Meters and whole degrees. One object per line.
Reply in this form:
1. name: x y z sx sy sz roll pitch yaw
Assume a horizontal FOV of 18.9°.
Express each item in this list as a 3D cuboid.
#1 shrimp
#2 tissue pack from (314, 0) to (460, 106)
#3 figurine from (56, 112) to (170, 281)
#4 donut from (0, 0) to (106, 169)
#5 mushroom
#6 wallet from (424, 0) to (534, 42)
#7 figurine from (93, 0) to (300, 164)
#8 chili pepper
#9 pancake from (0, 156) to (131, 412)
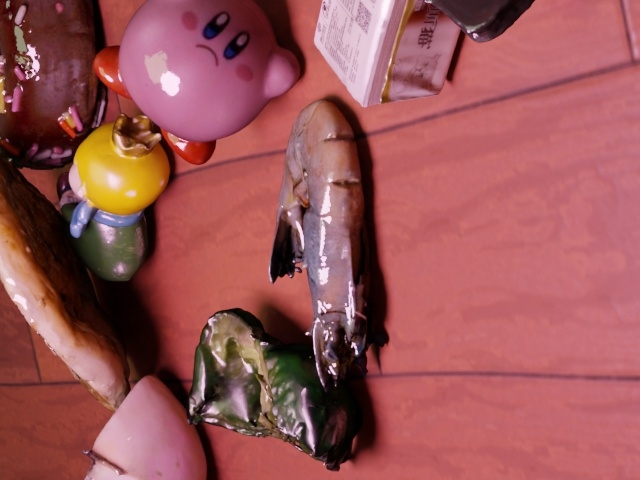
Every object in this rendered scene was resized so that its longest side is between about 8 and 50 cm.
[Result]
1. shrimp: -0.008 0.001 1.966 0.178 0.075 0.289 -160 60 -66
2. tissue pack: 0.067 -0.212 1.706 0.106 0.099 0.149 56 146 36
3. figurine: -0.255 -0.081 2.331 0.234 0.127 0.185 92 161 -45
4. donut: -0.390 -0.217 2.487 0.345 0.136 0.259 -1 98 62
5. mushroom: -0.195 0.281 2.379 0.162 0.173 0.236 33 149 4
6. wallet: 0.100 -0.302 1.599 0.165 0.042 0.309 -49 53 12
7. figurine: -0.123 -0.187 1.990 0.173 0.173 0.173 33 129 52
8. chili pepper: -0.036 0.163 2.059 0.264 0.116 0.148 21 108 56
9. pancake: -0.331 0.050 2.388 0.387 0.082 0.387 60 -177 -5
